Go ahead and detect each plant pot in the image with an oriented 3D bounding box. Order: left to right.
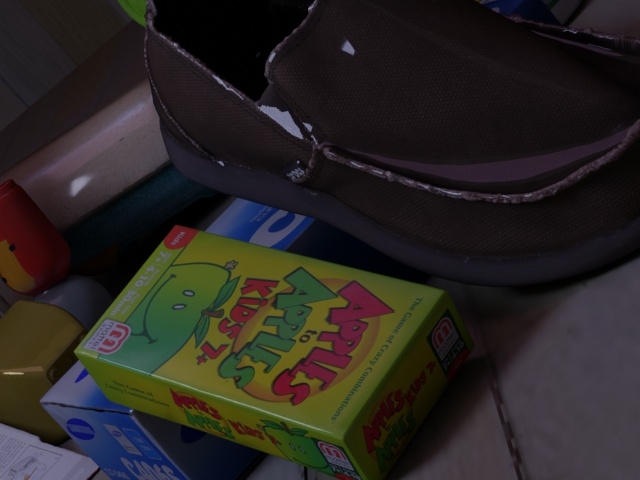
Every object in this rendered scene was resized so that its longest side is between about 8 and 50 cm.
[{"bbox_3d":[-0.190,0.095,1.297,0.083,0.081,0.081,-6,37,46],"label":"plant pot"}]

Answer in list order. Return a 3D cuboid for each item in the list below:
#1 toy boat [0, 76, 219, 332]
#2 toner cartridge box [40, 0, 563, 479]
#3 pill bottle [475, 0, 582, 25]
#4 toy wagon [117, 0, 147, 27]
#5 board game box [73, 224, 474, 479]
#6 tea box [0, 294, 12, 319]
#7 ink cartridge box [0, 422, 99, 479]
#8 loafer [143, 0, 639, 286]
[{"bbox_3d":[-0.186,-0.014,1.516,0.267,0.148,0.318,-30,10,21],"label":"toy boat"},{"bbox_3d":[0.000,0.000,1.089,0.348,0.075,0.165,-47,16,-20],"label":"toner cartridge box"},{"bbox_3d":[0.076,-0.217,1.256,0.117,0.208,0.117,-38,15,12],"label":"pill bottle"},{"bbox_3d":[-0.029,-0.236,1.306,0.267,0.344,0.068,-48,18,-25],"label":"toy wagon"},{"bbox_3d":[-0.025,0.053,0.907,0.181,0.043,0.092,13,55,40],"label":"board game box"},{"bbox_3d":[-0.432,0.091,1.414,0.323,0.329,0.220,-46,15,-16],"label":"tea box"},{"bbox_3d":[-0.253,0.204,1.232,0.224,0.056,0.181,10,50,48],"label":"ink cartridge box"},{"bbox_3d":[0.031,-0.075,0.938,0.366,0.130,0.134,10,53,40],"label":"loafer"}]
